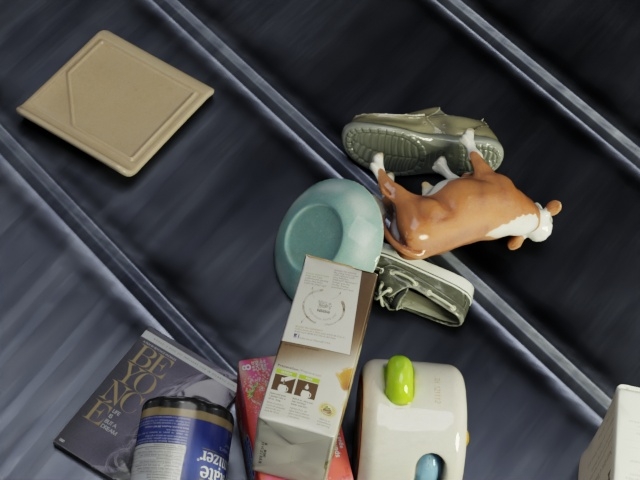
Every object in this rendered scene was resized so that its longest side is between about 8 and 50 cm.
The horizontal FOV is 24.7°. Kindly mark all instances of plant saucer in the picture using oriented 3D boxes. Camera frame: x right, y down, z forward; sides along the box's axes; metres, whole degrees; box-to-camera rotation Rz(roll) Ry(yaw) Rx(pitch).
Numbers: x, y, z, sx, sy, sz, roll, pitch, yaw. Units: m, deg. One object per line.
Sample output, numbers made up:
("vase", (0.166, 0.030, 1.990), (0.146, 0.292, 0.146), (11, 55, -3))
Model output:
("plant saucer", (0.000, 0.000, 2.088), (0.195, 0.037, 0.195), (-13, 68, 34))

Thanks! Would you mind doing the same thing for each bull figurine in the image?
("bull figurine", (0.207, -0.058, 2.142), (0.310, 0.101, 0.188), (-14, 57, -38))

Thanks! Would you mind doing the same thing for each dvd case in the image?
("dvd case", (-0.230, 0.235, 1.987), (0.164, 0.018, 0.221), (29, 57, 15))

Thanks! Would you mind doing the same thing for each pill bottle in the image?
("pill bottle", (-0.184, 0.318, 1.860), (0.123, 0.123, 0.219), (8, 68, 0))

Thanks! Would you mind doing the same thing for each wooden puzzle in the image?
("wooden puzzle", (-0.319, -0.213, 2.283), (0.221, 0.044, 0.239), (30, 53, 15))

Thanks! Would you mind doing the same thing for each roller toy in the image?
("roller toy", (0.120, 0.253, 1.905), (0.146, 0.209, 0.191), (4, 80, -2))

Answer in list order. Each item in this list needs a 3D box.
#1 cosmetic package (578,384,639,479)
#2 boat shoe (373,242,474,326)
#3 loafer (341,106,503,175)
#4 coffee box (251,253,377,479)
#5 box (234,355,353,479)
("cosmetic package", (0.405, 0.406, 1.812), (0.156, 0.217, 0.385), (12, 53, 2))
("boat shoe", (0.111, 0.061, 2.107), (0.219, 0.078, 0.070), (19, 54, 6))
("loafer", (0.156, -0.156, 2.266), (0.251, 0.094, 0.087), (8, 42, -6))
("coffee box", (-0.007, 0.162, 1.828), (0.098, 0.141, 0.246), (14, 55, 3))
("box", (-0.033, 0.286, 1.903), (0.122, 0.128, 0.257), (-6, 56, -10))
